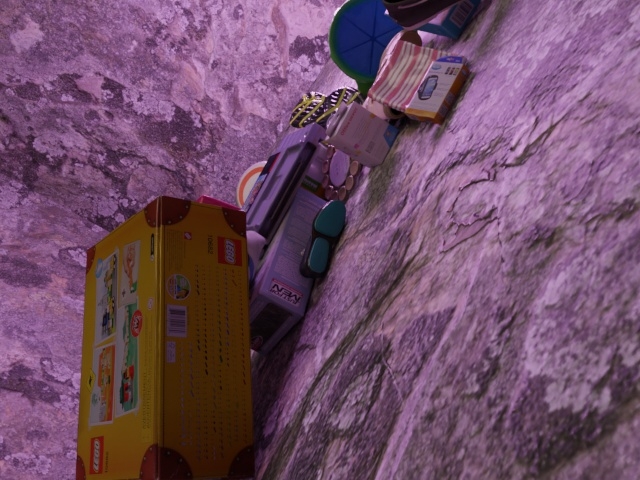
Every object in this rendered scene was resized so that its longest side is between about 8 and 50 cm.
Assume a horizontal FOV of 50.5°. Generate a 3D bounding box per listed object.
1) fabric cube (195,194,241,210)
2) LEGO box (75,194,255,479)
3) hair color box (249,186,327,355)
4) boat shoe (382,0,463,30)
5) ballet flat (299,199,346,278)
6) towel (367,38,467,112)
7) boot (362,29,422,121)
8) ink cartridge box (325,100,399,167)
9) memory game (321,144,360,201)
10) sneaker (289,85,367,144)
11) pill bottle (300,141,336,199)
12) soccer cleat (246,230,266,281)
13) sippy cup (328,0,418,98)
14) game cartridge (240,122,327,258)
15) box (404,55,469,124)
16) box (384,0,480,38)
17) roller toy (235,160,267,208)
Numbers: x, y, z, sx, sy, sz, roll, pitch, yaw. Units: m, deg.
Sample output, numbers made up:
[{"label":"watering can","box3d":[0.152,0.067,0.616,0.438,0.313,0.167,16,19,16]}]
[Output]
[{"label":"fabric cube","box3d":[-0.282,0.062,1.922,0.254,0.259,0.258,-31,42,63]},{"label":"LEGO box","box3d":[-0.311,0.213,1.321,0.372,0.193,0.500,-24,63,47]},{"label":"hair color box","box3d":[-0.089,0.063,1.594,0.185,0.113,0.374,-50,15,41]},{"label":"boat shoe","box3d":[0.278,-0.554,1.402,0.335,0.095,0.112,-26,57,33]},{"label":"ballet flat","box3d":[0.000,0.000,1.500,0.074,0.074,0.203,-41,25,55]},{"label":"towel","box3d":[0.193,-0.332,1.392,0.197,0.029,0.144,33,95,47]},{"label":"boot","box3d":[0.190,-0.386,1.566,0.262,0.095,0.203,-63,12,-5]},{"label":"ink cartridge box","box3d":[0.085,-0.242,1.537,0.092,0.143,0.090,-61,13,-7]},{"label":"memory game","box3d":[0.050,-0.180,1.666,0.186,0.012,0.186,-26,60,58]},{"label":"sneaker","box3d":[0.065,-0.323,1.836,0.145,0.147,0.384,-61,32,1]},{"label":"pill bottle","box3d":[-0.046,-0.149,1.846,0.246,0.136,0.136,-57,13,12]},{"label":"soccer cleat","box3d":[-0.217,0.118,1.521,0.331,0.116,0.143,-58,-11,27]},{"label":"sippy cup","box3d":[0.138,-0.531,1.852,0.305,0.240,0.224,-49,3,5]},{"label":"game cartridge","box3d":[-0.122,-0.119,1.690,0.355,0.068,0.230,-63,24,-12]},{"label":"box","box3d":[0.226,-0.290,1.300,0.081,0.028,0.136,24,81,49]},{"label":"box","box3d":[0.252,-0.536,1.563,0.100,0.060,0.244,-58,34,7]},{"label":"roller toy","box3d":[-0.148,-0.132,2.019,0.209,0.146,0.191,44,102,31]}]
